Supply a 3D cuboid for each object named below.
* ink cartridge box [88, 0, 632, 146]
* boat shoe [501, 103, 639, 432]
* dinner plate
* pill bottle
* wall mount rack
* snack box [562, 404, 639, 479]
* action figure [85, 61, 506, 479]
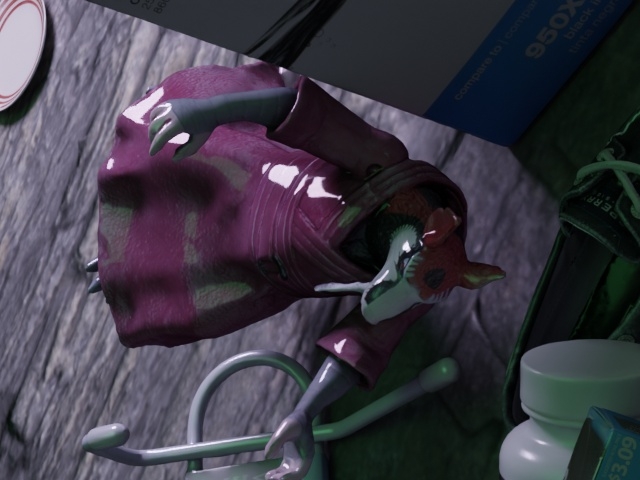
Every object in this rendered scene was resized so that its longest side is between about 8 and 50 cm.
[{"bbox_3d":[-0.018,-0.252,1.102,0.166,0.395,0.285,-51,44,28],"label":"ink cartridge box"},{"bbox_3d":[0.193,-0.011,0.998,0.108,0.102,0.301,37,107,50],"label":"boat shoe"},{"bbox_3d":[-0.324,-0.203,1.765,0.141,0.017,0.141,-19,64,45],"label":"dinner plate"},{"bbox_3d":[0.155,0.159,0.937,0.108,0.108,0.193,12,110,52],"label":"pill bottle"},{"bbox_3d":[-0.019,0.224,1.169,0.304,0.130,0.350,-12,68,20],"label":"wall mount rack"},{"bbox_3d":[0.174,0.267,0.864,0.060,0.187,0.321,-107,36,-82],"label":"snack box"},{"bbox_3d":[0.000,0.000,1.153,0.370,0.276,0.248,8,111,47],"label":"action figure"}]
